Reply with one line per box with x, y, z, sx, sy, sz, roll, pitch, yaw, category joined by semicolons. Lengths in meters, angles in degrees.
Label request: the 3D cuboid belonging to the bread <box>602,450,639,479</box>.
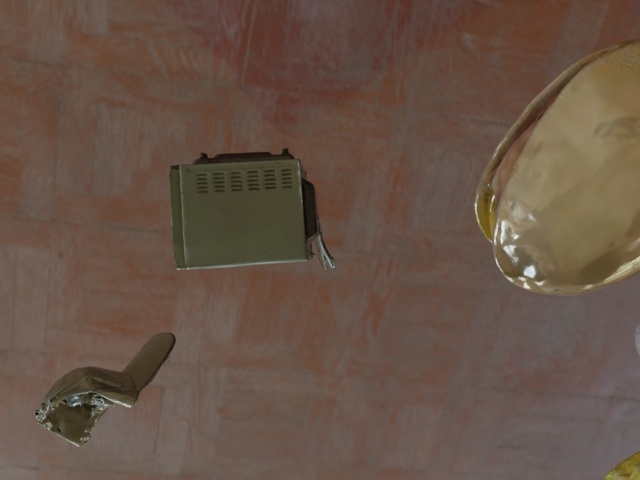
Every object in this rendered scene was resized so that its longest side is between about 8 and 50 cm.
0.391;0.305;1.075;0.197;0.170;0.197;-10;130;-12;bread

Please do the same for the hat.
-0.377;0.234;1.784;0.149;0.245;0.214;35;132;-19;hat

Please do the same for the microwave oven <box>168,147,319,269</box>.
-0.085;-0.035;1.181;0.163;0.205;0.129;-5;90;0;microwave oven

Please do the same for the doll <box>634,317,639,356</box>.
0.633;0.196;1.725;0.151;0.287;0.151;-3;108;-8;doll

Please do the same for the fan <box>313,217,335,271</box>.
0.000;0.000;1.788;0.008;0.227;0.153;-13;115;-6;fan

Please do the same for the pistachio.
0.311;-0.080;1.136;0.309;0.230;0.230;-42;117;15;pistachio
